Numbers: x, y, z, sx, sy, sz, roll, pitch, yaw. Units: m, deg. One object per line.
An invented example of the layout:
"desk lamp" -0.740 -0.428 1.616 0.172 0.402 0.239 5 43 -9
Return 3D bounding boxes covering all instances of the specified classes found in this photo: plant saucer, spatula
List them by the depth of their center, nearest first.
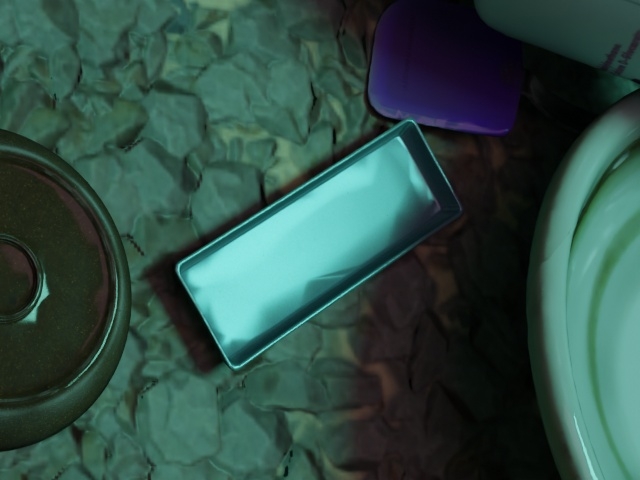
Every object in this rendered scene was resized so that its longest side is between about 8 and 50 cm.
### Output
"plant saucer" -0.164 0.021 0.920 0.168 0.029 0.168 9 74 -32
"plant saucer" 0.000 0.000 1.037 0.192 0.018 0.067 -34 97 -35
"plant saucer" 0.262 0.099 1.115 0.400 0.100 0.401 14 63 -29
"spatula" 0.163 -0.079 1.152 0.296 0.030 0.084 17 69 -28

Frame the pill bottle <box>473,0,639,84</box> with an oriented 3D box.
"pill bottle" 0.184 -0.176 1.060 0.283 0.160 0.160 21 65 2
